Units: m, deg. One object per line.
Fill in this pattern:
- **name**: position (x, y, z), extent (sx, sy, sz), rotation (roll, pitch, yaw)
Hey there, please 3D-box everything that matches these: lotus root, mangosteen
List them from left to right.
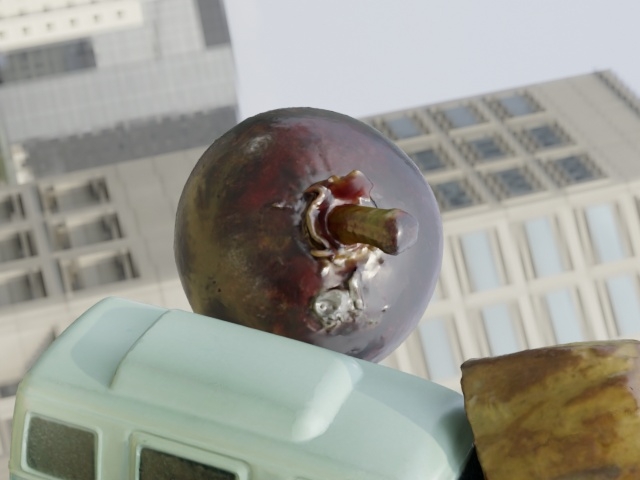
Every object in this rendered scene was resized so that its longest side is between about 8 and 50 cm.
- **mangosteen**: position (0.000, 0.000, 1.236), extent (0.261, 0.236, 0.235), rotation (157, -79, -67)
- **lotus root**: position (0.144, 0.117, 0.776), extent (0.159, 0.135, 0.095), rotation (48, 29, -22)

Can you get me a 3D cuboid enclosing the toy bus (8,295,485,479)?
- **toy bus**: position (-0.031, 0.135, 0.830), extent (0.133, 0.271, 0.164), rotation (-50, 149, -55)
